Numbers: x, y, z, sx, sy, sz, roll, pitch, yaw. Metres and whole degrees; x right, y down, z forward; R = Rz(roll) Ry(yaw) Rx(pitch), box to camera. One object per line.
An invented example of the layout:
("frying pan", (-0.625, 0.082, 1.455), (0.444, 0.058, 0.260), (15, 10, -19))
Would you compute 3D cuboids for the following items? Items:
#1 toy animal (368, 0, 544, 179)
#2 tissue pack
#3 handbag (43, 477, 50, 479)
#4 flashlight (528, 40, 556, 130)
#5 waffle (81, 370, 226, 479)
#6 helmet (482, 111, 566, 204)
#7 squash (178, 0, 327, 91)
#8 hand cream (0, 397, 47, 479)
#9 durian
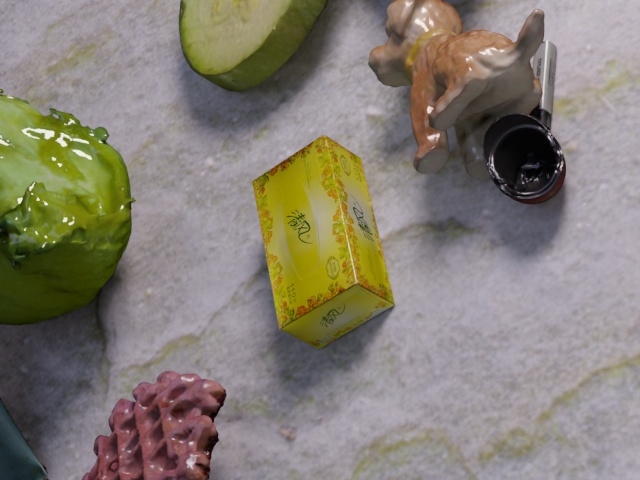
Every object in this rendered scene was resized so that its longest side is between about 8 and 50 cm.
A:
("toy animal", (0.127, -0.179, 1.515), (0.184, 0.104, 0.185), (-59, 31, 33))
("tissue pack", (0.000, 0.000, 1.586), (0.095, 0.062, 0.176), (-31, 52, 27))
("handbag", (-0.089, 0.307, 1.356), (0.268, 0.274, 0.100), (12, 70, 42))
("flashlight", (0.197, -0.136, 1.506), (0.018, 0.018, 0.083), (-9, 63, 37))
("waffle", (-0.169, 0.224, 1.592), (0.234, 0.055, 0.221), (-17, 50, 55))
("helmet", (0.180, -0.066, 1.462), (0.065, 0.049, 0.084), (-30, 64, 12))
("squash", (-0.062, -0.280, 1.759), (0.252, 0.049, 0.252), (-32, 47, 43))
("hand cream", (-0.403, 0.136, 1.788), (0.111, 0.070, 0.312), (-32, 85, 29))
("durian", (-0.322, -0.028, 1.786), (0.256, 0.204, 0.340), (56, 153, 16))
